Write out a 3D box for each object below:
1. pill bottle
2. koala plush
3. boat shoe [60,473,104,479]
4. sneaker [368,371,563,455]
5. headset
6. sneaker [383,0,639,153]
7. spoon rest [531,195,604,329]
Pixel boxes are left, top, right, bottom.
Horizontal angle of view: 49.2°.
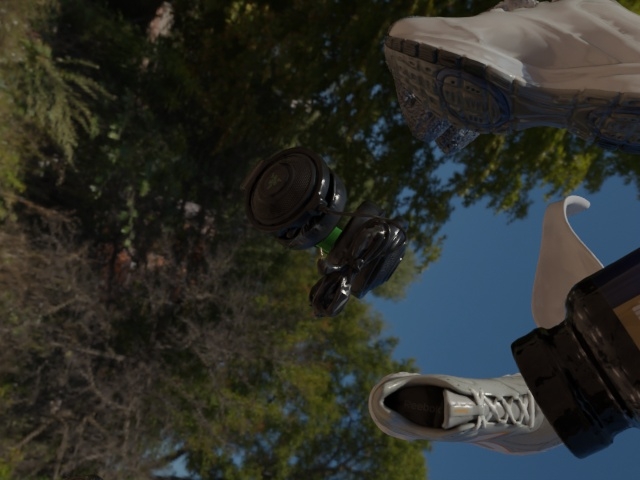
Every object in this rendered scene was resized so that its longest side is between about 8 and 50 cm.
[{"bbox_3d":[0.250,0.058,0.477,0.219,0.123,0.123,-34,-152,15],"label":"pill bottle"},{"bbox_3d":[0.222,-0.263,0.996,0.221,0.196,0.203,-23,-100,24],"label":"koala plush"},{"bbox_3d":[-0.221,0.259,0.389,0.324,0.122,0.120,-28,101,-61],"label":"boat shoe"},{"bbox_3d":[0.183,0.200,0.808,0.121,0.262,0.099,54,34,-74],"label":"sneaker"},{"bbox_3d":[0.000,0.000,0.954,0.185,0.243,0.394,-57,-165,-6],"label":"headset"},{"bbox_3d":[0.208,-0.170,0.660,0.111,0.297,0.129,72,35,-66],"label":"sneaker"},{"bbox_3d":[0.404,0.036,1.143,0.137,0.084,0.276,-27,-140,40],"label":"spoon rest"}]
